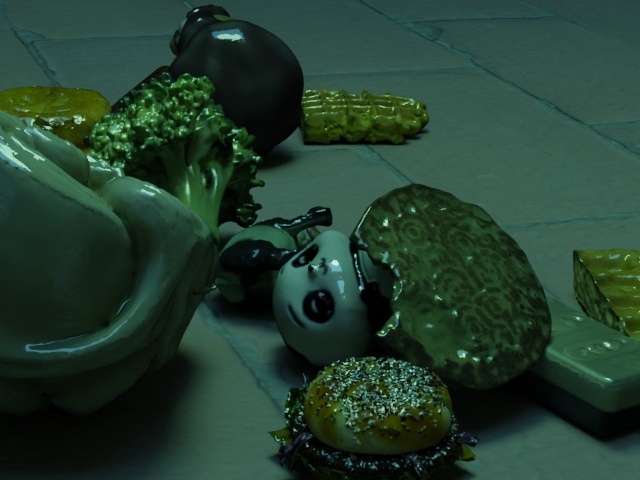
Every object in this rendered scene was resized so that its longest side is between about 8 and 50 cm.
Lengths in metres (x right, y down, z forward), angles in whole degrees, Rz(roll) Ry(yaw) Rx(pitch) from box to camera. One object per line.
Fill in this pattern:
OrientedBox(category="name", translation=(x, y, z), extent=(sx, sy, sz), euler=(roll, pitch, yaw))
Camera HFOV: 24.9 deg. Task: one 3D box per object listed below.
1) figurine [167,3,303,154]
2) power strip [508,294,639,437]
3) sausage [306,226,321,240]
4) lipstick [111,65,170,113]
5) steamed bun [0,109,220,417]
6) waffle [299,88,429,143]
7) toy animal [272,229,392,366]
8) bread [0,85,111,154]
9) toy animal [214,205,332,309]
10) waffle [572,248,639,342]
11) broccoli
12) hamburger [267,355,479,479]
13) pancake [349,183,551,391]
OrientedBox(category="figurine", translation=(-0.166, -0.259, 2.215), extent=(0.206, 0.218, 0.365), euler=(-6, 26, -25))
OrientedBox(category="power strip", translation=(0.249, 0.119, 1.490), extent=(0.105, 0.070, 0.256), euler=(-13, 27, -32))
OrientedBox(category="sausage", translation=(0.000, 0.000, 1.854), extent=(0.015, 0.015, 0.100), euler=(-5, 22, -17))
OrientedBox(category="lipstick", translation=(-0.295, -0.218, 2.345), extent=(0.057, 0.057, 0.357), euler=(6, 21, 9))
OrientedBox(category="steamed bun", translation=(-0.279, 0.036, 1.375), extent=(0.342, 0.255, 0.368), euler=(23, -11, 1))
OrientedBox(category="waffle", translation=(0.071, -0.200, 2.332), extent=(0.211, 0.055, 0.160), euler=(1, 20, -4))
OrientedBox(category="toy animal", translation=(0.040, 0.066, 1.508), extent=(0.179, 0.138, 0.166), euler=(-6, 45, -1))
OrientedBox(category="bread", translation=(-0.390, -0.141, 2.044), extent=(0.236, 0.120, 0.198), euler=(-2, 23, -10))
OrientedBox(category="toy animal", translation=(-0.050, 0.019, 1.706), extent=(0.121, 0.094, 0.225), euler=(-2, 20, 16))
OrientedBox(category="waffle", translation=(0.389, 0.082, 1.615), extent=(0.168, 0.057, 0.274), euler=(0, 21, -6))
OrientedBox(category="broccoli", translation=(-0.162, -0.064, 1.748), extent=(0.247, 0.263, 0.243), euler=(21, 31, -28))
OrientedBox(category="hamburger", translation=(0.046, 0.162, 1.321), extent=(0.189, 0.093, 0.164), euler=(16, 25, 37))
OrientedBox(category="pancake", translation=(0.131, 0.044, 1.435), extent=(0.212, 0.029, 0.235), euler=(7, 55, -22))
